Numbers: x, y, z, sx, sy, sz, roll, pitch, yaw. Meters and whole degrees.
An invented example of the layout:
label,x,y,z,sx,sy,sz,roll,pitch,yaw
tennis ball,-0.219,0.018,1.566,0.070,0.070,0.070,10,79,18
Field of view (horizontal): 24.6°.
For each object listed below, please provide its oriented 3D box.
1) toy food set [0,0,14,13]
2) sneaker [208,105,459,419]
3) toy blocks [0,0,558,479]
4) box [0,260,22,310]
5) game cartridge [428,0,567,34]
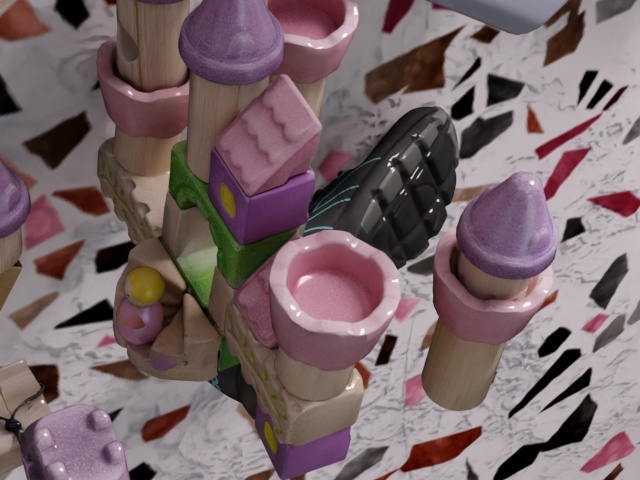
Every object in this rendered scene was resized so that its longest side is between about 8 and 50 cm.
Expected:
label,x,y,z,sx,sy,sz,roll,pitch,yaw
toy food set,-0.205,-0.156,0.588,0.306,0.092,0.219,-46,118,-10
sneaker,0.000,0.000,1.044,0.267,0.106,0.101,-52,143,-20
toy blocks,-0.059,-0.031,0.785,0.309,0.288,0.260,-20,148,-23
box,-0.296,0.084,0.915,0.164,0.021,0.201,6,123,-46
game cartridge,0.134,-0.271,0.870,0.198,0.062,0.297,18,116,-26
